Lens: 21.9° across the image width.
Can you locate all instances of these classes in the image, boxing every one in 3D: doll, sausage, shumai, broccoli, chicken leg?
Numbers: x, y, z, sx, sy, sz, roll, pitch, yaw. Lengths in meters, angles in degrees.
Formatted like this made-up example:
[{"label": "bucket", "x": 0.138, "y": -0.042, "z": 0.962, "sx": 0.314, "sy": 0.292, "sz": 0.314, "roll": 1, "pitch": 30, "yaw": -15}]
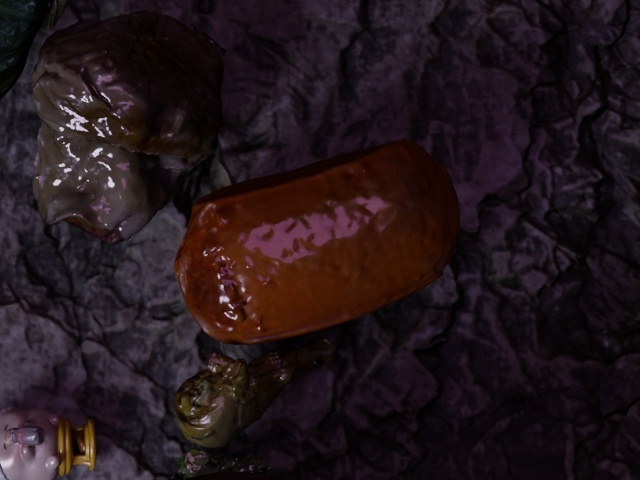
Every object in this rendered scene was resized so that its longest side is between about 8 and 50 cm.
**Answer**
[{"label": "doll", "x": -0.262, "y": 0.179, "z": 1.451, "sx": 0.127, "sy": 0.084, "sz": 0.073, "roll": -1, "pitch": 72, "yaw": -12}, {"label": "sausage", "x": 0.000, "y": 0.001, "z": 1.489, "sx": 0.268, "sy": 0.153, "sz": 0.141, "roll": -19, "pitch": 99, "yaw": -10}, {"label": "shumai", "x": -0.200, "y": -0.107, "z": 1.524, "sx": 0.184, "sy": 0.218, "sz": 0.185, "roll": 37, "pitch": 115, "yaw": -18}, {"label": "broccoli", "x": -0.098, "y": 0.218, "z": 1.450, "sx": 0.097, "sy": 0.092, "sz": 0.095, "roll": 23, "pitch": 59, "yaw": 21}, {"label": "chicken leg", "x": -0.055, "y": 0.123, "z": 1.467, "sx": 0.178, "sy": 0.093, "sz": 0.070, "roll": -21, "pitch": 57, "yaw": -40}]

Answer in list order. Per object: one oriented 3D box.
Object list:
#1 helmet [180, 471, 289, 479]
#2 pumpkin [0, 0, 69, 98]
[{"label": "helmet", "x": -0.095, "y": 0.318, "z": 1.330, "sx": 0.385, "sy": 0.337, "sz": 0.230, "roll": -30, "pitch": 51, "yaw": 14}, {"label": "pumpkin", "x": -0.373, "y": -0.202, "z": 1.455, "sx": 0.263, "sy": 0.293, "sz": 0.197, "roll": 24, "pitch": 75, "yaw": -7}]
